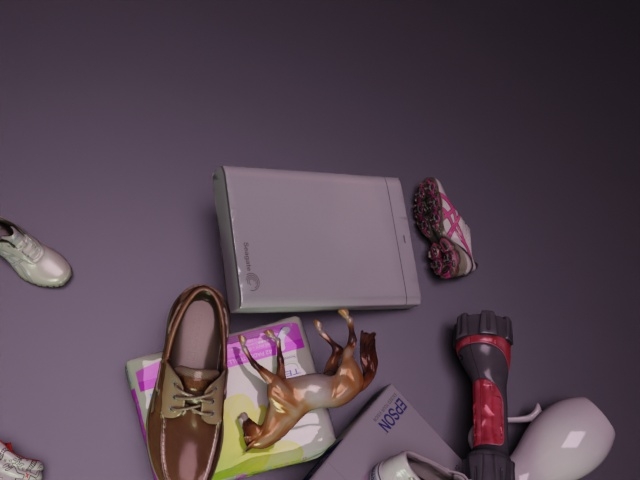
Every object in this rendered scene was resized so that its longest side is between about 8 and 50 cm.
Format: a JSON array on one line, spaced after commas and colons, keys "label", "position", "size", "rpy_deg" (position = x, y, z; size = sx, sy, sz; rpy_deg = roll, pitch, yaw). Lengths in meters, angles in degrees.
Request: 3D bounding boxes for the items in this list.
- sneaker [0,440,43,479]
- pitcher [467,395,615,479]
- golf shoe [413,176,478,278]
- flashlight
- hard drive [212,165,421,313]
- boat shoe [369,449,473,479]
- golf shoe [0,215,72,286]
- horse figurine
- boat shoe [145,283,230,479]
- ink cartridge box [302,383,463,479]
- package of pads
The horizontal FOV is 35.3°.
[{"label": "sneaker", "position": [-0.558, 0.359, 1.521], "size": [0.270, 0.090, 0.144], "rpy_deg": [16, 73, -10]}, {"label": "pitcher", "position": [0.369, 0.336, 1.686], "size": [0.207, 0.125, 0.177], "rpy_deg": [-36, 70, -5]}, {"label": "golf shoe", "position": [0.221, -0.023, 1.773], "size": [0.086, 0.067, 0.186], "rpy_deg": [-5, 76, -39]}, {"label": "flashlight", "position": [0.268, 0.269, 1.645], "size": [0.103, 0.103, 0.304], "rpy_deg": [7, 59, -4]}, {"label": "hard drive", "position": [0.000, 0.000, 1.656], "size": [0.353, 0.047, 0.232], "rpy_deg": [1, 73, -34]}, {"label": "boat shoe", "position": [0.194, 0.389, 1.497], "size": [0.258, 0.084, 0.095], "rpy_deg": [29, 36, -28]}, {"label": "golf shoe", "position": [-0.482, 0.015, 1.619], "size": [0.176, 0.086, 0.069], "rpy_deg": [31, 71, -3]}, {"label": "horse figurine", "position": [-0.014, 0.210, 1.566], "size": [0.263, 0.066, 0.174], "rpy_deg": [-13, 76, -19]}, {"label": "boat shoe", "position": [-0.196, 0.219, 1.500], "size": [0.123, 0.116, 0.324], "rpy_deg": [3, 75, -9]}, {"label": "ink cartridge box", "position": [0.143, 0.422, 1.545], "size": [0.330, 0.071, 0.324], "rpy_deg": [46, 32, 4]}, {"label": "package of pads", "position": [-0.141, 0.268, 1.610], "size": [0.297, 0.101, 0.229], "rpy_deg": [-15, 79, -13]}]
